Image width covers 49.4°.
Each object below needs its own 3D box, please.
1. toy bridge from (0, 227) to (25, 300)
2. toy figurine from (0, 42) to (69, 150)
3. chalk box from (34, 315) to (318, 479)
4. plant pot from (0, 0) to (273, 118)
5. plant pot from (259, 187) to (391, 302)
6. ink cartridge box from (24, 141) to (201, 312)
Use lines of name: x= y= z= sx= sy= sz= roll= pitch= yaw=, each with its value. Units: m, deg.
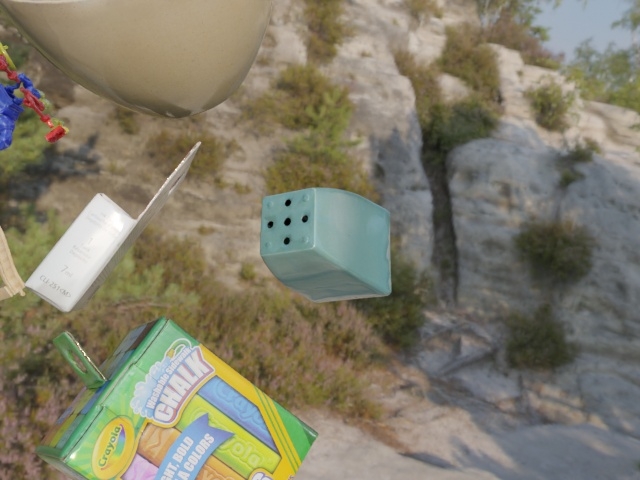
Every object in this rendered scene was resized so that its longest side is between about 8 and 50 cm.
toy bridge: x=-0.393 y=-0.013 z=0.790 sx=0.063 sy=0.188 sz=0.026 roll=-17 pitch=22 yaw=35
toy figurine: x=-0.748 y=-0.313 z=1.521 sx=0.362 sy=0.217 sz=0.191 roll=51 pitch=-3 yaw=19
chalk box: x=-0.187 y=0.209 z=0.777 sx=0.289 sy=0.179 sz=0.180 roll=40 pitch=-28 yaw=-14
plant pot: x=-0.168 y=-0.241 z=0.725 sx=0.284 sy=0.191 sz=0.284 roll=-7 pitch=48 yaw=8
plant pot: x=0.000 y=0.000 z=1.219 sx=0.166 sy=0.165 sz=0.234 roll=-9 pitch=-20 yaw=28
ink cartridge box: x=-0.257 y=-0.021 z=0.877 sx=0.060 sy=0.239 sz=0.275 roll=36 pitch=-13 yaw=-10
